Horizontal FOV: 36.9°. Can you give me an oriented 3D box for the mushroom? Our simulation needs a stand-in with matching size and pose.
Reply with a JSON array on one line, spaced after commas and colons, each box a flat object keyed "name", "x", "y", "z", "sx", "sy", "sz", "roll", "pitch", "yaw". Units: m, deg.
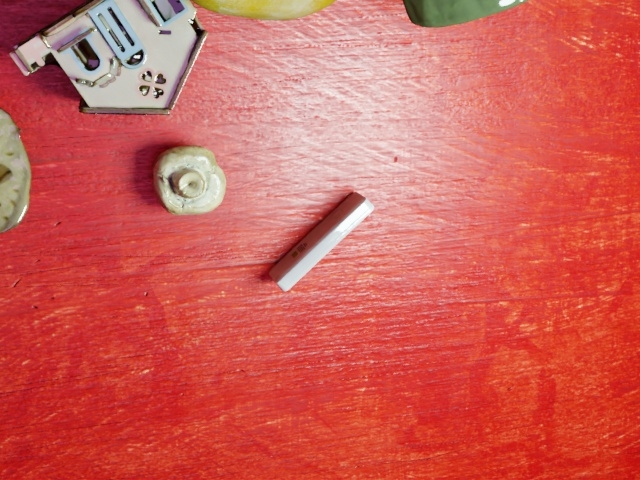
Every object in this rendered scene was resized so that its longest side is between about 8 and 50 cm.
[{"name": "mushroom", "x": -0.252, "y": -0.114, "z": 1.835, "sx": 0.148, "sy": 0.112, "sz": 0.148, "roll": -1, "pitch": 98, "yaw": -9}]

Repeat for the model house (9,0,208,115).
[{"name": "model house", "x": -0.352, "y": -0.327, "z": 1.722, "sx": 0.326, "sy": 0.169, "sz": 0.244, "roll": -34, "pitch": 113, "yaw": -6}]

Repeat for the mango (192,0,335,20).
[{"name": "mango", "x": -0.084, "y": -0.499, "z": 1.720, "sx": 0.384, "sy": 0.199, "sz": 0.221, "roll": -26, "pitch": 80, "yaw": -28}]

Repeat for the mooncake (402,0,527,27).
[{"name": "mooncake", "x": 0.299, "y": -0.539, "z": 1.751, "sx": 0.356, "sy": 0.356, "sz": 0.194, "roll": -27, "pitch": 112, "yaw": -7}]

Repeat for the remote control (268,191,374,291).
[{"name": "remote control", "x": 0.000, "y": 0.000, "z": 1.940, "sx": 0.250, "sy": 0.103, "sz": 0.034, "roll": -43, "pitch": 108, "yaw": -2}]

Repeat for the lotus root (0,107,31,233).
[{"name": "lotus root", "x": -0.657, "y": -0.136, "z": 1.660, "sx": 0.316, "sy": 0.250, "sz": 0.316, "roll": -1, "pitch": 94, "yaw": -20}]
